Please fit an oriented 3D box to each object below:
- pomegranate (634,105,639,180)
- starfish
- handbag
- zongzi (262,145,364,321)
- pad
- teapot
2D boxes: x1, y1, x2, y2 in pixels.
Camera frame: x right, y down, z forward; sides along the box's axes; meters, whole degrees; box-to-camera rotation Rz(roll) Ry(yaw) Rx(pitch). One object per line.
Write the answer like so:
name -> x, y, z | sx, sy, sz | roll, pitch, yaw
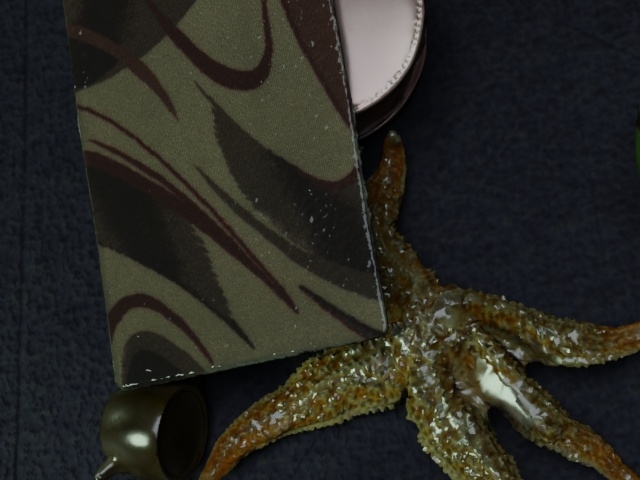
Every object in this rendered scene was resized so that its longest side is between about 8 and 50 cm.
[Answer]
pomegranate -> 0.337, -0.088, 1.190 | 0.254, 0.254, 0.270 | 9, 48, 14
starfish -> 0.097, 0.107, 1.260 | 0.294, 0.084, 0.301 | 27, 77, 19
handbag -> -0.004, -0.168, 1.339 | 0.179, 0.116, 0.205 | -16, 73, 7
zongzi -> 0.000, 0.000, 1.269 | 0.113, 0.052, 0.104 | -39, 45, 29
pad -> -0.077, -0.070, 1.276 | 0.220, 0.004, 0.330 | -14, 78, 20
teapot -> -0.128, 0.134, 1.308 | 0.068, 0.076, 0.121 | 5, 49, 26
